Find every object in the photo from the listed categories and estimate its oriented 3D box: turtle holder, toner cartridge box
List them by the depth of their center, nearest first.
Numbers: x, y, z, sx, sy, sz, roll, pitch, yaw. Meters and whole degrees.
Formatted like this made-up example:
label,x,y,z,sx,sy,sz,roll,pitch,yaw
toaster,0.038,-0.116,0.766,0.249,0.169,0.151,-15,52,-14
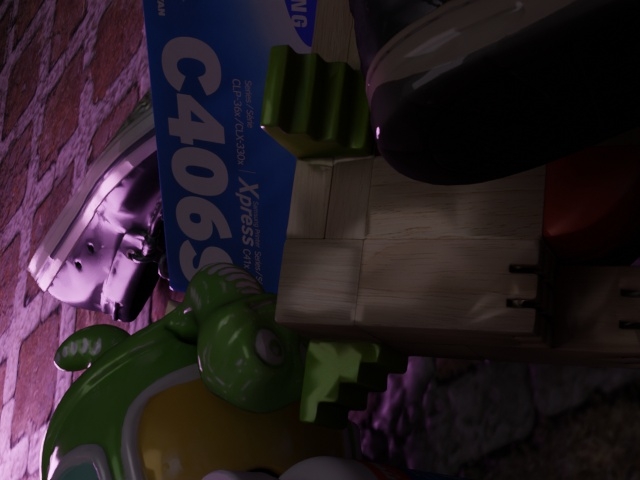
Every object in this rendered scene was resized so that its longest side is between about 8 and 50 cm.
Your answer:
label,x,y,z,sx,sy,sz,roll,pitch,yaw
turtle holder,-0.061,0.172,0.741,0.320,0.243,0.227,-50,36,20
toner cartridge box,-0.043,-0.112,0.782,0.165,0.075,0.347,10,119,22

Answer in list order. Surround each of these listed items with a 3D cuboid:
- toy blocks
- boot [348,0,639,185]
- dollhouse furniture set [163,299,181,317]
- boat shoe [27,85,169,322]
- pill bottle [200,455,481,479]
label,x,y,z,sx,sy,sz,roll,pitch,yaw
toy blocks,0.128,-0.079,0.582,0.261,0.191,0.381,0,74,24
boot,0.163,-0.214,0.479,0.377,0.138,0.284,-25,60,11
dollhouse furniture set,-0.086,0.106,1.015,0.151,0.123,0.144,6,-79,-85
boat shoe,-0.161,-0.052,1.069,0.500,0.156,0.187,-43,14,49
pill bottle,0.034,0.190,0.586,0.124,0.221,0.124,-32,50,48
